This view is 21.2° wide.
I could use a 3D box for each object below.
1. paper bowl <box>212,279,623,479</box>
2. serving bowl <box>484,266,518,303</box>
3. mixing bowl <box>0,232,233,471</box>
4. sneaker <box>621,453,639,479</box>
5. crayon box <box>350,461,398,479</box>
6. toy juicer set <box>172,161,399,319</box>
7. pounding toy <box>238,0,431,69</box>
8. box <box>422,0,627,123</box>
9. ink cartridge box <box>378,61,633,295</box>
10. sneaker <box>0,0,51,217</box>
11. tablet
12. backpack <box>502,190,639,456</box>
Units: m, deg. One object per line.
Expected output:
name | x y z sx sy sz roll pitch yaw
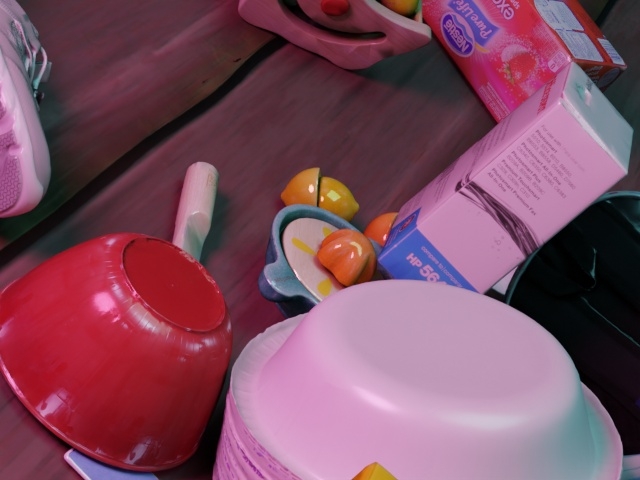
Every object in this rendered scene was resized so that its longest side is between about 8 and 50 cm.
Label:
paper bowl | 0.073 0.132 1.208 0.284 0.148 0.284 9 27 -4
serving bowl | 0.160 0.031 1.653 0.083 0.027 0.083 29 34 -22
mixing bowl | -0.129 0.062 1.202 0.181 0.098 0.181 31 30 -21
sneaker | 0.261 0.249 1.258 0.127 0.319 0.208 55 38 -20
crayon box | 0.095 0.340 0.921 0.363 0.106 0.313 42 29 -4
toy juicer set | 0.000 0.000 1.444 0.329 0.089 0.209 18 39 -35
pounding toy | -0.003 -0.300 1.715 0.269 0.154 0.155 23 52 -32
box | 0.216 -0.256 1.977 0.128 0.122 0.257 -2 53 -51
ink cartridge box | 0.156 -0.040 1.415 0.086 0.203 0.148 47 21 -6
sneaker | -0.245 -0.132 1.304 0.115 0.105 0.281 12 42 -41
tablet | -0.133 0.165 1.166 0.083 0.006 0.054 46 30 3
backpack | 0.295 0.077 1.569 0.253 0.225 0.191 38 8 0
